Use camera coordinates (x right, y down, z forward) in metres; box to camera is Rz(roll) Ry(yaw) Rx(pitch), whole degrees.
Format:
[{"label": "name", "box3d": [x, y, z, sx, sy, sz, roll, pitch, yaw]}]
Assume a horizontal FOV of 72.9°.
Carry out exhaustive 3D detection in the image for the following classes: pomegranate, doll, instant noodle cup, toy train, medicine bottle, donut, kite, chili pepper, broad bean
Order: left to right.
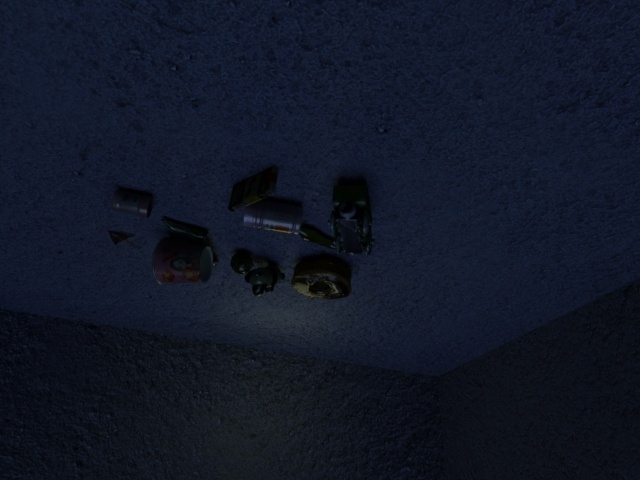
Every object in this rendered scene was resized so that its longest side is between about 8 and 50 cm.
[{"label": "kite", "box3d": [-1.044, -0.011, 2.266, 0.190, 0.010, 0.159, -19, 141, 33]}, {"label": "chili pepper", "box3d": [-0.666, -0.058, 2.113, 0.226, 0.059, 0.088, 26, 141, -24]}, {"label": "instant noodle cup", "box3d": [-0.681, 0.110, 2.182, 0.231, 0.243, 0.243, 5, 148, 7]}, {"label": "pomegranate", "box3d": [-0.408, 0.120, 2.313, 0.122, 0.122, 0.161, -15, 169, 28]}, {"label": "doll", "box3d": [-0.300, 0.205, 2.346, 0.135, 0.143, 0.234, -44, 162, 25]}, {"label": "medicine bottle", "box3d": [-0.208, -0.107, 1.908, 0.249, 0.133, 0.133, 10, 147, -8]}, {"label": "broad bean", "box3d": [0.000, -0.007, 2.108, 0.325, 0.067, 0.075, 20, 174, -27]}, {"label": "donut", "box3d": [0.011, 0.200, 2.342, 0.329, 0.160, 0.330, 5, 152, 3]}, {"label": "toy train", "box3d": [0.135, -0.089, 1.784, 0.173, 0.249, 0.307, 0, 146, 13]}]

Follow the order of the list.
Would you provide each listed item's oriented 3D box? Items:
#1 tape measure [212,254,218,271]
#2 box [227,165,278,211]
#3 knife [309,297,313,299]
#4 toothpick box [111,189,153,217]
[{"label": "tape measure", "box3d": [-0.618, 0.113, 2.349, 0.125, 0.074, 0.118, 12, 146, -15]}, {"label": "box", "box3d": [-0.274, -0.208, 1.757, 0.235, 0.132, 0.034, -18, 140, 32]}, {"label": "knife", "box3d": [-0.010, 0.283, 2.587, 0.061, 0.027, 0.343, 19, 145, -15]}, {"label": "toothpick box", "box3d": [-0.831, -0.163, 1.921, 0.148, 0.098, 0.098, 11, 147, -10]}]
